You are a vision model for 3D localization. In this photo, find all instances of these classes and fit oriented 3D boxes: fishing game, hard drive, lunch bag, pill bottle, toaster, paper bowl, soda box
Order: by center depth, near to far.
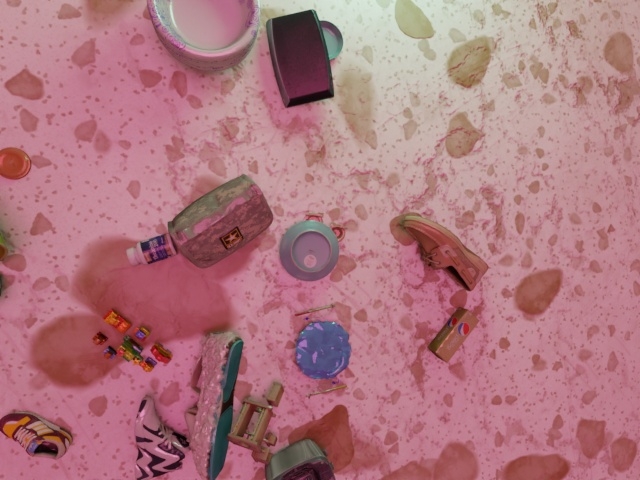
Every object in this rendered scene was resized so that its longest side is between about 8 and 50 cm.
[{"bbox_3d":[-0.259,-0.049,1.046,0.235,0.287,0.169,-35,99,-12],"label":"lunch bag"},{"bbox_3d":[-0.309,-0.607,1.091,0.284,0.148,0.285,0,91,-13],"label":"paper bowl"},{"bbox_3d":[-0.463,0.028,1.110,0.120,0.067,0.067,-20,96,-13],"label":"pill bottle"},{"bbox_3d":[-0.074,0.690,1.180,0.226,0.146,0.129,-23,96,-13],"label":"toaster"},{"bbox_3d":[-0.059,-0.538,1.187,0.171,0.054,0.255,-12,96,0],"label":"hard drive"},{"bbox_3d":[0.009,0.336,1.249,0.189,0.041,0.264,-11,88,-21],"label":"fishing game"},{"bbox_3d":[0.442,0.313,1.344,0.061,0.058,0.181,43,81,-11],"label":"soda box"}]

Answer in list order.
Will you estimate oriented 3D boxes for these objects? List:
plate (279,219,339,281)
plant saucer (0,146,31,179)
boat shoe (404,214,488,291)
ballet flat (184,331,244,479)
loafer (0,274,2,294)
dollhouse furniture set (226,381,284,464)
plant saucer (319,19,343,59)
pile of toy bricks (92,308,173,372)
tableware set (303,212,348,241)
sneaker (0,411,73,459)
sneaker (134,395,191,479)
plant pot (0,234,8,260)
[{"bbox_3d":[-0.030,0.032,1.218,0.188,0.024,0.188,-1,93,-15],"label":"plate"},{"bbox_3d":[-0.802,-0.201,1.048,0.083,0.013,0.084,-1,92,-14],"label":"plant saucer"},{"bbox_3d":[0.392,0.042,1.292,0.341,0.121,0.110,35,83,-13],"label":"boat shoe"},{"bbox_3d":[-0.311,0.454,1.144,0.146,0.147,0.409,10,86,-14],"label":"ballet flat"},{"bbox_3d":[-0.929,0.160,1.005,0.267,0.084,0.096,-23,128,-9],"label":"loafer"},{"bbox_3d":[-0.180,0.539,1.207,0.101,0.161,0.182,8,45,19],"label":"dollhouse furniture set"},{"bbox_3d":[0.010,-0.609,1.234,0.119,0.021,0.120,0,92,-14],"label":"plant saucer"},{"bbox_3d":[-0.515,0.291,1.084,0.212,0.105,0.118,43,82,-11],"label":"pile of toy bricks"},{"bbox_3d":[0.000,0.000,1.247,0.141,0.020,0.169,19,87,-14],"label":"tableware set"},{"bbox_3d":[-0.745,0.506,1.043,0.185,0.084,0.070,27,85,-13],"label":"sneaker"},{"bbox_3d":[-0.428,0.542,1.118,0.152,0.094,0.235,2,91,-15],"label":"sneaker"},{"bbox_3d":[-0.916,-0.079,0.917,0.274,0.275,0.294,-20,81,-12],"label":"plant pot"}]
